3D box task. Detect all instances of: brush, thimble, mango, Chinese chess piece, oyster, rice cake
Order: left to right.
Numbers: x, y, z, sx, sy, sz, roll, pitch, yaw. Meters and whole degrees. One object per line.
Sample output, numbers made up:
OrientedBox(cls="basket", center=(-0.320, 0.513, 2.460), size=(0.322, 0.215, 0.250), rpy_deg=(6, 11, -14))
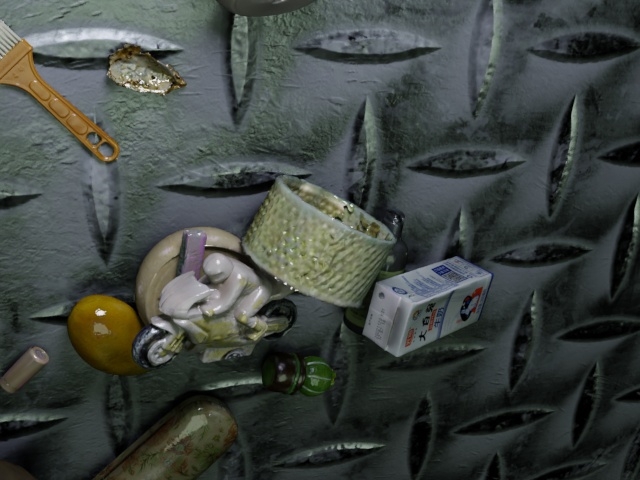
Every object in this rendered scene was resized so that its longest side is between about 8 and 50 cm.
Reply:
OrientedBox(cls="brush", center=(-0.454, -0.238, 1.243), size=(0.090, 0.017, 0.314), rpy_deg=(-42, 124, 3))
OrientedBox(cls="mango", center=(-0.396, 0.193, 1.446), size=(0.136, 0.099, 0.227), rpy_deg=(-38, 132, 0))
OrientedBox(cls="oyster", center=(-0.298, -0.282, 1.272), size=(0.086, 0.029, 0.132), rpy_deg=(-43, 126, 11))
OrientedBox(cls="rice cake", center=(-0.242, 0.077, 1.361), size=(0.047, 0.036, 0.207), rpy_deg=(3, 110, -27))
OrientedBox(cls="Chinese chess piece", center=(-0.234, 0.093, 1.452), size=(0.249, 0.103, 0.250), rpy_deg=(-9, 117, -18))
OrientedBox(cls="thimble", center=(0.000, 0.000, 1.401), size=(0.271, 0.271, 0.150), rpy_deg=(22, 104, -29))

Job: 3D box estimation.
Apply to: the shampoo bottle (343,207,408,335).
OrientedBox(cls="shampoo bottle", center=(0.126, 0.062, 1.577), size=(0.101, 0.101, 0.284), rpy_deg=(3, 114, -23))

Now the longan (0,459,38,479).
OrientedBox(cls="longan", center=(-0.677, 0.595, 1.371), size=(0.391, 0.391, 0.391), rpy_deg=(-9, 119, -17))

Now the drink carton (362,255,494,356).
OrientedBox(cls="drink carton", center=(0.230, 0.132, 1.581), size=(0.315, 0.106, 0.130), rpy_deg=(-14, 123, -46))

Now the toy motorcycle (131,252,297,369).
OrientedBox(cls="toy motorcycle", center=(-0.171, 0.117, 1.348), size=(0.340, 0.108, 0.223), rpy_deg=(-6, 122, -37))

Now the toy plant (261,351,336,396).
OrientedBox(cls="toy plant", center=(-0.043, 0.295, 1.640), size=(0.162, 0.093, 0.093), rpy_deg=(11, 111, -29))

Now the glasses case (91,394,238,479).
OrientedBox(cls="glasses case", center=(-0.362, 0.500, 1.615), size=(0.425, 0.098, 0.156), rpy_deg=(-42, 126, 3))

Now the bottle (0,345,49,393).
OrientedBox(cls="bottle", center=(-0.570, 0.249, 1.434), size=(0.096, 0.045, 0.045), rpy_deg=(-43, 123, 7))

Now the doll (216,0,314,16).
OrientedBox(cls="doll", center=(-0.079, -0.481, 1.180), size=(0.251, 0.221, 0.221), rpy_deg=(-19, 126, 22))
